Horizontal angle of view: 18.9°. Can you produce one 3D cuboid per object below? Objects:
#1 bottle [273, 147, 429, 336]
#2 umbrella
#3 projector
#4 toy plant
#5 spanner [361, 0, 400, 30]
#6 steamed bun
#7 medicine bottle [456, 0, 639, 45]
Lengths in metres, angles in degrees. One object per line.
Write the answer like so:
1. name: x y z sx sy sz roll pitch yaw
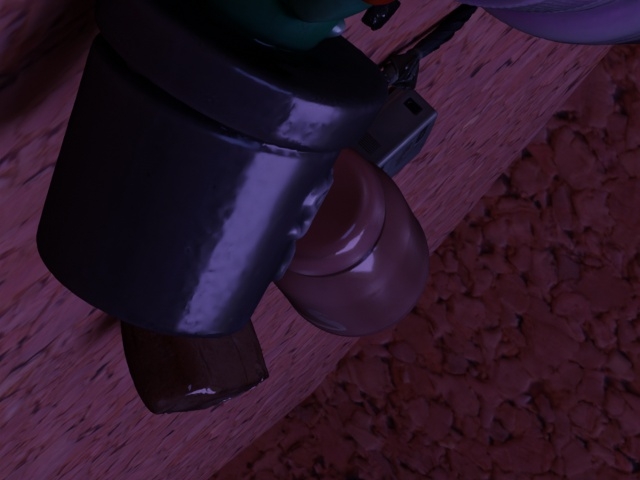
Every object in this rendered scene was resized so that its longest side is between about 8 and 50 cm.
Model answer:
1. bottle: 0.000 0.000 2.050 0.206 0.173 0.297 -17 164 6
2. umbrella: 0.116 -0.205 2.070 0.044 0.044 0.269 -10 -155 51
3. projector: 0.068 -0.109 2.231 0.115 0.061 0.147 -44 172 -16
4. toy plant: -0.030 -0.146 1.153 0.400 0.185 0.279 -64 172 21
5. spanner: 0.064 -0.235 1.745 0.046 0.012 0.208 -43 171 -15
6. steamed bun: -0.138 0.107 2.002 0.106 0.144 0.175 -28 168 29
7. medicine bottle: 0.189 -0.265 1.355 0.256 0.256 0.325 -48 163 25
